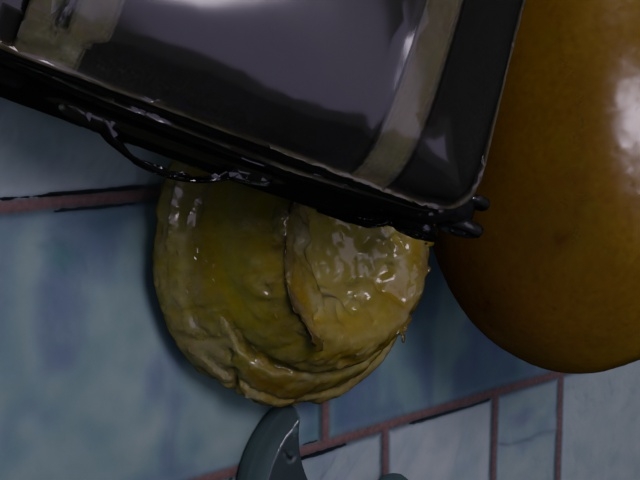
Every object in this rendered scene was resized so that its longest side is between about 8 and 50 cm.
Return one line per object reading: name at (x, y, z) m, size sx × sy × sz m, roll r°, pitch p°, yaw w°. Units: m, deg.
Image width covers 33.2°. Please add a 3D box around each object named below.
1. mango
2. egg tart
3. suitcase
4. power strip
mango at (0.209, -0.110, 0.916) m, size 0.232 × 0.300 × 0.445 m, roll -9°, pitch 97°, yaw -26°
egg tart at (0.000, 0.000, 0.878) m, size 0.290 × 0.115 × 0.290 m, roll -5°, pitch 98°, yaw -42°
suitcase at (-0.050, -0.172, 0.683) m, size 0.434 × 0.194 × 0.283 m, roll 19°, pitch 81°, yaw -22°
power strip at (0.004, 0.245, 0.965) m, size 0.216 × 0.044 × 0.137 m, roll 41°, pitch 71°, yaw -37°
